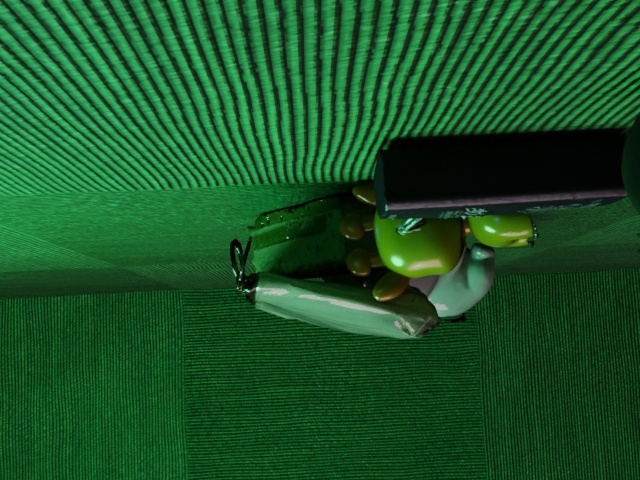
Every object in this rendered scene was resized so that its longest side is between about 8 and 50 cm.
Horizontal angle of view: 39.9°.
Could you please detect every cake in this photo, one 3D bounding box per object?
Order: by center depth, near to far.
[{"bbox_3d":[-0.001,0.003,1.216,0.099,0.100,0.235,3,171,-36],"label":"cake"}]

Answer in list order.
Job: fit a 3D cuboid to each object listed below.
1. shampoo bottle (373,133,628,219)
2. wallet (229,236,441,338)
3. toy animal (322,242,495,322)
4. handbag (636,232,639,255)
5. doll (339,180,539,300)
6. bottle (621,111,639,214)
[{"bbox_3d":[0.210,-0.063,0.862,0.309,0.071,0.098,-5,171,-1],"label":"shampoo bottle"},{"bbox_3d":[0.015,0.079,1.156,0.275,0.068,0.335,14,170,-1],"label":"wallet"},{"bbox_3d":[0.141,0.050,1.358,0.208,0.154,0.325,17,-164,28],"label":"toy animal"},{"bbox_3d":[0.757,-0.001,1.729,0.229,0.062,0.179,-1,176,-21],"label":"handbag"},{"bbox_3d":[0.132,-0.013,1.010,0.221,0.143,0.135,-11,172,11],"label":"doll"},{"bbox_3d":[0.368,-0.056,0.701,0.271,0.143,0.156,6,131,-38],"label":"bottle"}]
